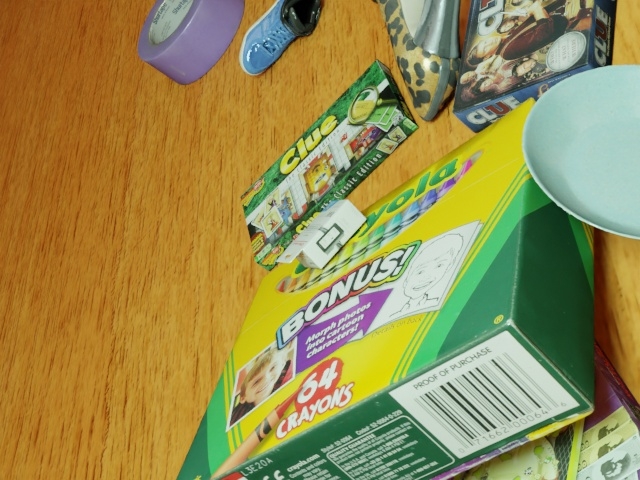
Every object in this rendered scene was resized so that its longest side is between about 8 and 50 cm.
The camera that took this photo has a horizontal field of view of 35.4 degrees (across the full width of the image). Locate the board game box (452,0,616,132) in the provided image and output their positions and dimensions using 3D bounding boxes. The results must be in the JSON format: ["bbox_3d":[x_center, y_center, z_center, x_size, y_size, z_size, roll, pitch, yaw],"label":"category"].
[{"bbox_3d":[0.227,-0.244,1.043,0.165,0.042,0.243,-18,51,45],"label":"board game box"}]

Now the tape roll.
[{"bbox_3d":[-0.217,-0.360,1.672,0.189,0.080,0.189,-32,43,35],"label":"tape roll"}]

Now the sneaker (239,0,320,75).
[{"bbox_3d":[-0.056,-0.300,1.437,0.152,0.058,0.084,-52,25,-1],"label":"sneaker"}]

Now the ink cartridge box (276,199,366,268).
[{"bbox_3d":[0.000,0.000,0.957,0.083,0.028,0.048,-47,14,-13],"label":"ink cartridge box"}]

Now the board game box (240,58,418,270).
[{"bbox_3d":[0.003,-0.092,1.227,0.259,0.030,0.136,-44,34,21],"label":"board game box"}]

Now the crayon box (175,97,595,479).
[{"bbox_3d":[0.059,0.077,0.873,0.363,0.106,0.313,-33,22,32],"label":"crayon box"}]

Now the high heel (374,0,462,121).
[{"bbox_3d":[0.097,-0.238,1.192,0.261,0.093,0.186,-151,67,-72],"label":"high heel"}]

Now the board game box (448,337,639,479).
[{"bbox_3d":[0.122,0.247,0.793,0.347,0.056,0.208,-45,40,19],"label":"board game box"}]

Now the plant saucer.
[{"bbox_3d":[0.257,-0.064,0.802,0.194,0.037,0.195,-2,51,2],"label":"plant saucer"}]
